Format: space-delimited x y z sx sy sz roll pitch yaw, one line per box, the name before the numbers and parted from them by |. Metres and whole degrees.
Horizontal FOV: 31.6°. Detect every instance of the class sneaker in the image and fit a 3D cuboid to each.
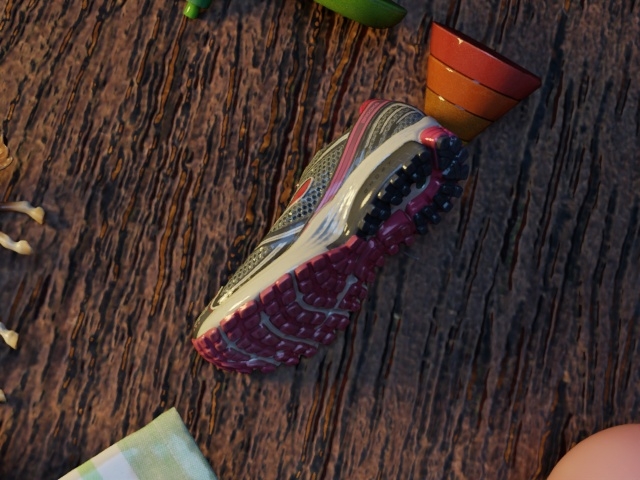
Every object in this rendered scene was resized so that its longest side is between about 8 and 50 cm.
sneaker | 0.000 0.000 1.030 0.299 0.121 0.112 -44 50 -4

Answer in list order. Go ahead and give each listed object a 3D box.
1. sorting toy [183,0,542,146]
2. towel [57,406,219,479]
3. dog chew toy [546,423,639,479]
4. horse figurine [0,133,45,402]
sorting toy | 0.023 -0.185 1.085 0.366 0.127 0.126 27 106 2
towel | -0.178 0.309 0.797 0.325 0.038 0.248 -31 84 -12
dog chew toy | 0.356 0.249 0.971 0.332 0.206 0.206 -6 78 -17
horse figurine | -0.344 0.031 0.995 0.175 0.066 0.263 11 79 -10
